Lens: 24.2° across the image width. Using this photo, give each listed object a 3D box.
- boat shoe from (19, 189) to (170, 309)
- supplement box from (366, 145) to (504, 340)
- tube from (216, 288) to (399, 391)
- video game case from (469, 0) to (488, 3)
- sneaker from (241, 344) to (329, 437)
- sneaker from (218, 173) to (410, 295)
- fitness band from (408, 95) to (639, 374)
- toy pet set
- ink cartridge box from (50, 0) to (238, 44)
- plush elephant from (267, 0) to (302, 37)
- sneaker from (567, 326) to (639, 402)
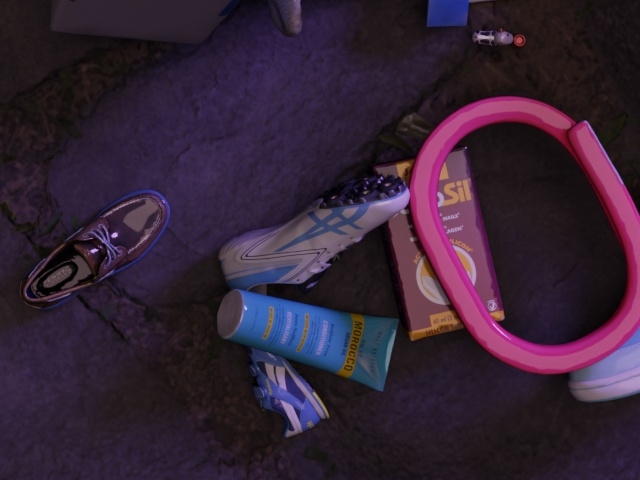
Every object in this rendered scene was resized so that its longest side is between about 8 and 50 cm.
[{"bbox_3d":[-0.234,0.015,1.569,0.183,0.066,0.066,-39,94,-1],"label":"boat shoe"},{"bbox_3d":[0.120,0.002,1.582,0.104,0.081,0.188,-13,93,-2],"label":"supplement box"},{"bbox_3d":[-0.009,0.100,1.568,0.207,0.052,0.080,16,89,-32],"label":"tube"},{"bbox_3d":[0.202,-0.319,1.605,0.166,0.015,0.119,-7,93,-3],"label":"video game case"},{"bbox_3d":[-0.053,0.147,1.593,0.059,0.053,0.144,-38,93,1],"label":"sneaker"},{"bbox_3d":[0.000,0.000,1.541,0.237,0.085,0.086,-25,99,31],"label":"sneaker"},{"bbox_3d":[0.212,-0.007,1.512,0.209,0.054,0.291,-28,90,6],"label":"fitness band"},{"bbox_3d":[0.166,-0.264,1.564,0.114,0.065,0.122,-1,92,-3],"label":"toy pet set"},{"bbox_3d":[-0.154,-0.412,1.411,0.166,0.285,0.395,3,84,-15],"label":"ink cartridge box"},{"bbox_3d":[0.050,-0.337,1.427,0.330,0.272,0.255,13,55,16],"label":"plush elephant"},{"bbox_3d":[0.365,0.022,1.578,0.319,0.127,0.208,-29,96,-11],"label":"sneaker"}]
